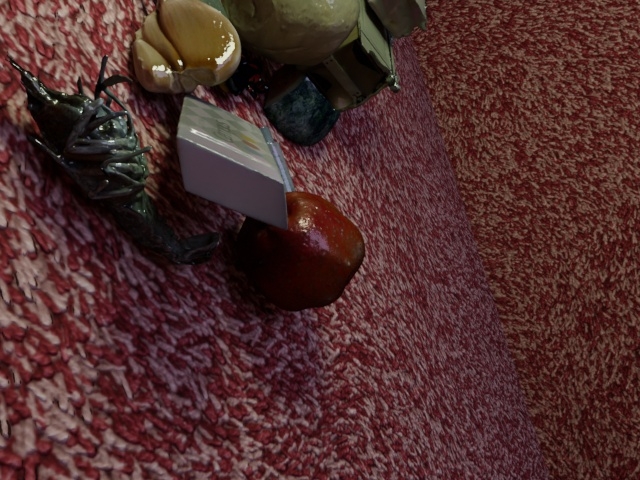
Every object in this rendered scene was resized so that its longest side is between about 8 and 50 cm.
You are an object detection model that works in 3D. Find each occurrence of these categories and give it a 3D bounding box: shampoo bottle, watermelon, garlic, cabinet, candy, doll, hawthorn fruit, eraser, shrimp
[{"bbox_3d":[-0.113,-0.177,1.252,0.072,0.072,0.214,-13,82,-61],"label":"shampoo bottle"},{"bbox_3d":[-0.039,-0.409,1.474,0.318,0.148,0.226,-11,73,-63],"label":"watermelon"},{"bbox_3d":[-0.276,-0.396,1.039,0.110,0.217,0.228,115,-39,-66],"label":"garlic"},{"bbox_3d":[0.076,-0.588,1.627,0.227,0.290,0.318,37,42,-44],"label":"cabinet"},{"bbox_3d":[0.238,-0.755,1.570,0.195,0.137,0.185,35,44,-42],"label":"candy"},{"bbox_3d":[-0.205,-0.415,1.251,0.127,0.088,0.249,46,20,1],"label":"doll"},{"bbox_3d":[-0.054,-0.002,1.038,0.300,0.254,0.254,57,29,-37],"label":"hawthorn fruit"},{"bbox_3d":[-0.165,-0.159,0.917,0.213,0.082,0.397,22,17,-22],"label":"eraser"},{"bbox_3d":[-0.310,-0.114,0.796,0.221,0.166,0.410,-117,-176,-61],"label":"shrimp"}]

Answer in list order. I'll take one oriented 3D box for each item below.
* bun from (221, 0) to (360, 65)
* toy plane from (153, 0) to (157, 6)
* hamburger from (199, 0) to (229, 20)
[{"bbox_3d":[-0.081,-0.573,1.344,0.364,0.364,0.202,-36,138,-61],"label":"bun"},{"bbox_3d":[-0.343,-0.620,1.101,0.381,0.155,0.106,68,-14,-7],"label":"toy plane"},{"bbox_3d":[-0.283,-0.554,1.226,0.133,0.062,0.140,-22,92,-58],"label":"hamburger"}]
